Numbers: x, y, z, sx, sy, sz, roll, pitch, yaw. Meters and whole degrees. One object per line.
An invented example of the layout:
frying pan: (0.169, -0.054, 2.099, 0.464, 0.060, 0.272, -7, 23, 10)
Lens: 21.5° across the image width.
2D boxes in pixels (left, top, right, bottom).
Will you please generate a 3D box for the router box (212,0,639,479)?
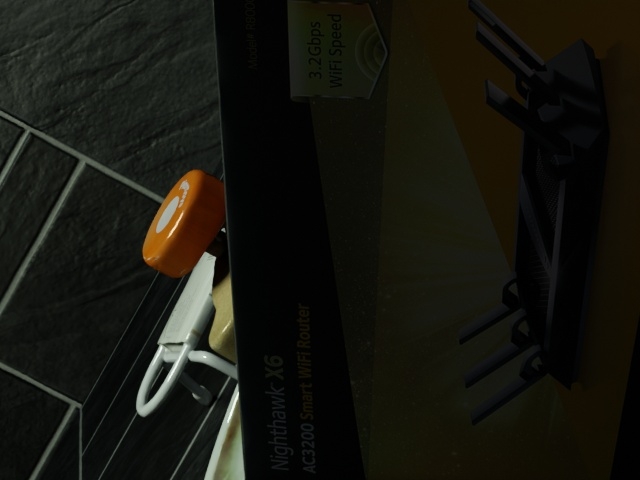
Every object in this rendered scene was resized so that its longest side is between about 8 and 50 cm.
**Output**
router box: (0.080, -0.011, 0.811, 0.081, 0.243, 0.309, -77, -12, -54)

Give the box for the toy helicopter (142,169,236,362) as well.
toy helicopter: (0.000, 0.000, 1.156, 0.235, 0.140, 0.355, -54, 19, 15)

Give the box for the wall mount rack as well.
wall mount rack: (-0.099, 0.071, 1.976, 0.350, 0.130, 0.304, -64, 16, -13)

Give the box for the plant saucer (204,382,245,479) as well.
plant saucer: (0.015, 0.130, 1.355, 0.400, 0.100, 0.400, -61, 13, 24)
